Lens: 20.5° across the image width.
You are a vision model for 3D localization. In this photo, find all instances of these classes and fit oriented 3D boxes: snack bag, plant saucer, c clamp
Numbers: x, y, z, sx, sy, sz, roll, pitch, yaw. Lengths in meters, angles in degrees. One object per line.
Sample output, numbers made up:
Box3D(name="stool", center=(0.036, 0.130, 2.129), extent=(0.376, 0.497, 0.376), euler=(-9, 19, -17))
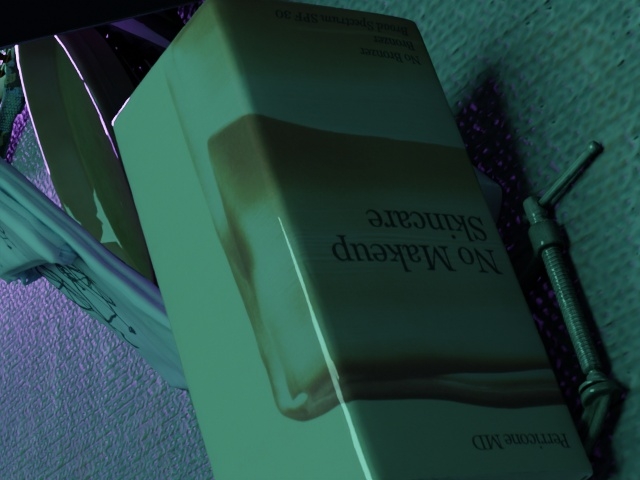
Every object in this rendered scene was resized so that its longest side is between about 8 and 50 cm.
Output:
Box3D(name="snack bag", center=(-0.193, 0.011, 1.225), extent=(0.037, 0.342, 0.323), euler=(-52, 11, -12))
Box3D(name="plant saucer", center=(-0.172, -0.060, 1.402), extent=(0.278, 0.041, 0.278), euler=(53, 157, 36))
Box3D(name="c clamp", center=(0.124, 0.049, 0.953), extent=(0.137, 0.022, 0.160), euler=(-50, 42, 46))

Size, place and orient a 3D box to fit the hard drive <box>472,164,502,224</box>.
Box3D(name="hard drive", center=(0.000, 0.000, 1.176), extent=(0.319, 0.040, 0.210), euler=(45, 123, 56))

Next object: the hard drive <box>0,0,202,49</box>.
Box3D(name="hard drive", center=(-0.237, -0.207, 1.305), extent=(0.237, 0.339, 0.064), euler=(25, 124, 44))

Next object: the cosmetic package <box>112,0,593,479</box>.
Box3D(name="cosmetic package", center=(0.010, 0.025, 0.959), extent=(0.129, 0.153, 0.296), euler=(-46, 54, 42))

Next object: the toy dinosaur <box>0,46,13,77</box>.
Box3D(name="toy dinosaur", center=(-0.276, -0.276, 1.693), extent=(0.218, 0.164, 0.322), euler=(-114, 20, -66))

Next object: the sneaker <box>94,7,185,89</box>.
Box3D(name="sneaker", center=(-0.155, -0.192, 1.451), extent=(0.108, 0.100, 0.271), euler=(-41, 44, -12))

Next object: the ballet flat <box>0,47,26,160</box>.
Box3D(name="ballet flat", center=(-0.338, -0.139, 1.815), extent=(0.070, 0.070, 0.188), euler=(58, 133, 50))
